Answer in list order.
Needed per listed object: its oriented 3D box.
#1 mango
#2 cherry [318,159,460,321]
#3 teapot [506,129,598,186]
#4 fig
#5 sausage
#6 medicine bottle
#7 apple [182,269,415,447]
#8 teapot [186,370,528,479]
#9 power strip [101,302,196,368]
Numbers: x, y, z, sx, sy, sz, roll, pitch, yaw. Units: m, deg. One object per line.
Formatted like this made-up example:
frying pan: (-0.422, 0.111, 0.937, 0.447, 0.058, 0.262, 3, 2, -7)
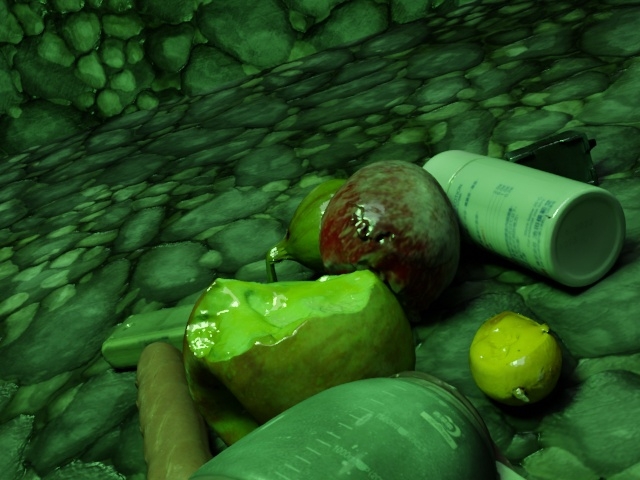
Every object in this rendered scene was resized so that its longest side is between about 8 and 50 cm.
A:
mango: (0.214, 0.129, 1.058, 0.101, 0.066, 0.187, -27, 18, 6)
cherry: (0.094, -0.017, 1.278, 0.192, 0.175, 0.249, 11, 45, -4)
teapot: (0.340, -0.116, 1.444, 0.177, 0.087, 0.096, -20, 19, 2)
fig: (0.002, -0.014, 1.426, 0.186, 0.148, 0.142, -8, 66, -5)
sausage: (-0.178, 0.223, 1.149, 0.088, 0.088, 0.433, -24, 24, -7)
medicine bottle: (0.251, -0.043, 1.305, 0.130, 0.130, 0.341, -29, 25, -18)
apple: (-0.019, 0.125, 1.026, 0.226, 0.246, 0.246, -36, 28, -33)
teapot: (0.060, 0.253, 0.775, 0.315, 0.233, 0.312, 33, 46, 26)
power strip: (-0.135, 0.124, 1.353, 0.387, 0.066, 0.092, -12, 24, 25)
